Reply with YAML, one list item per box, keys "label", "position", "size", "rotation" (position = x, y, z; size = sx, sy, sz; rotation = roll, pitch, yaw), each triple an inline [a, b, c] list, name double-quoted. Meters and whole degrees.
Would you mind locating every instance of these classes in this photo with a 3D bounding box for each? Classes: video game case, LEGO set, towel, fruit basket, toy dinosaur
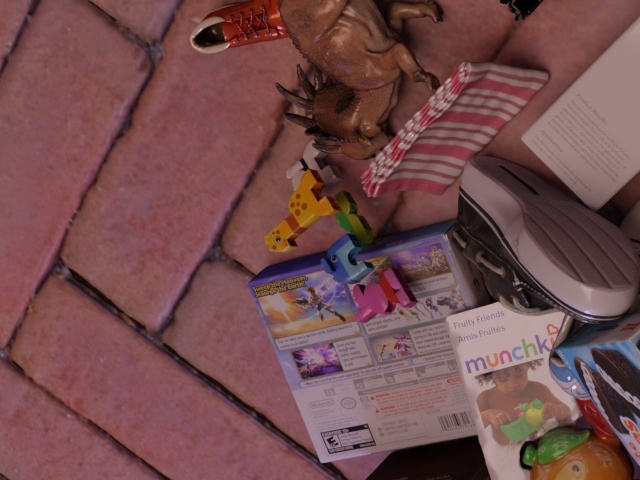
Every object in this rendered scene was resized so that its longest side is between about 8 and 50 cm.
- label: "video game case"
  position: [0.079, 0.120, 2.062]
  size: [0.269, 0.061, 0.244]
  rotation: [-14, 106, 29]
- label: "LEGO set"
  position: [0.000, 0.000, 1.977]
  size: [0.093, 0.087, 0.227]
  rotation: [-39, 66, 22]
- label: "towel"
  position: [0.145, -0.115, 1.885]
  size: [0.197, 0.144, 0.029]
  rotation: [-48, 62, 32]
- label: "fruit basket"
  position: [0.331, 0.210, 1.908]
  size: [0.327, 0.165, 0.353]
  rotation: [-16, 95, 16]
- label: "toy dinosaur"
  position: [0.017, -0.217, 1.906]
  size: [0.200, 0.127, 0.296]
  rotation: [-23, 102, 29]

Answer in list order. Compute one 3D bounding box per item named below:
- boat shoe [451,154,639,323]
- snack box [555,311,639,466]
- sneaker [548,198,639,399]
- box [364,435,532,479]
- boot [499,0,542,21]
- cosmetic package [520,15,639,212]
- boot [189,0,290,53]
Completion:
- label: "boat shoe"
  position: [0.228, 0.021, 1.824]
  size: [0.121, 0.335, 0.119]
  rotation: [6, 111, -17]
- label: "snack box"
  position: [0.372, 0.213, 1.715]
  size: [0.322, 0.060, 0.187]
  rotation: [54, 165, -3]
- label: "sneaker"
  position: [0.311, 0.054, 1.848]
  size: [0.085, 0.086, 0.237]
  rotation: [20, 76, 30]
- label: "box"
  position: [0.090, 0.364, 1.963]
  size: [0.191, 0.381, 0.143]
  rotation: [-17, 105, 37]
- label: "boot"
  position: [0.235, -0.281, 1.794]
  size: [0.045, 0.099, 0.121]
  rotation: [40, 122, 3]
- label: "cosmetic package"
  position: [0.326, -0.150, 1.818]
  size: [0.117, 0.085, 0.231]
  rotation: [45, 121, 1]
- label: "boot"
  position: [-0.069, -0.241, 1.967]
  size: [0.158, 0.084, 0.059]
  rotation: [-13, 102, 27]
